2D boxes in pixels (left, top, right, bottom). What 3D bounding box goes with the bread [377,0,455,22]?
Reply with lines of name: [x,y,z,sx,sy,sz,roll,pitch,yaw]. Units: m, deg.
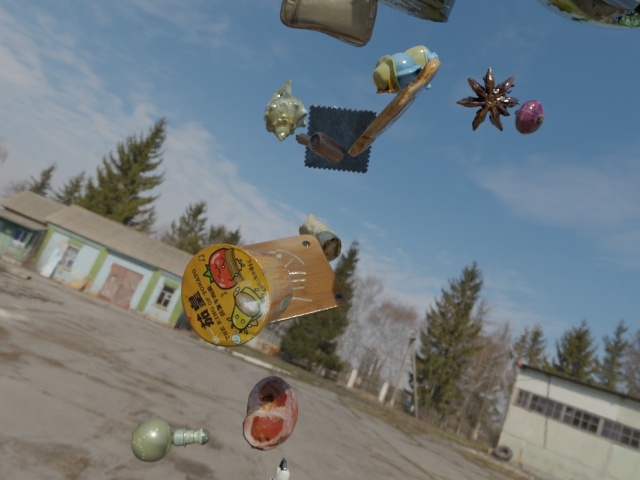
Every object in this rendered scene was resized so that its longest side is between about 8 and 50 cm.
bread: [0.214,-0.680,1.267,0.366,0.129,0.382,10,21,-37]

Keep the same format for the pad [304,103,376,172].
pad: [0.075,-0.397,1.985,0.268,0.270,0.012,4,33,-2]

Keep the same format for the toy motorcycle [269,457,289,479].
toy motorcycle: [-0.116,0.646,1.193,0.102,0.221,0.150,17,10,-11]

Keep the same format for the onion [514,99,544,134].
onion: [0.681,-0.406,1.647,0.115,0.115,0.104,36,6,-47]

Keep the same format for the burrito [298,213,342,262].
burrito: [0.000,-0.004,2.109,0.105,0.143,0.299,-14,27,-16]

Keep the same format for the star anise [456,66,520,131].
star anise: [0.438,-0.361,1.298,0.167,0.168,0.057,23,7,-4]

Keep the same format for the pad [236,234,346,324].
pad: [-0.103,0.101,1.403,0.286,0.284,0.018,-10,-42,-19]

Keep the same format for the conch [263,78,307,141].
conch: [-0.142,-0.505,2.013,0.203,0.386,0.170,-22,-61,21]

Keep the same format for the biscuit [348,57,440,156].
biscuit: [0.225,-0.394,1.520,0.051,0.376,0.269,44,9,-1]

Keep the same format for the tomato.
tomato: [-0.139,0.560,1.606,0.199,0.228,0.112,-9,-33,35]

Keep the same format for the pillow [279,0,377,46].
pillow: [0.021,-0.556,1.205,0.232,0.131,0.038,13,28,-4]

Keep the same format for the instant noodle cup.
instant noodle cup: [-0.169,0.110,1.099,0.215,0.216,0.172,18,8,20]

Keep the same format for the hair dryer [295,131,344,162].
hair dryer: [-0.023,-0.300,1.543,0.181,0.064,0.117,26,6,40]

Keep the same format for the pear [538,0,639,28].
pear: [0.490,-0.543,0.906,0.398,0.399,0.165,25,-13,-13]

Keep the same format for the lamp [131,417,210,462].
lamp: [-0.324,0.435,1.097,0.163,0.091,0.091,1,-10,-8]

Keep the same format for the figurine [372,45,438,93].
figurine: [0.309,-0.602,1.771,0.154,0.261,0.180,74,-6,-51]
